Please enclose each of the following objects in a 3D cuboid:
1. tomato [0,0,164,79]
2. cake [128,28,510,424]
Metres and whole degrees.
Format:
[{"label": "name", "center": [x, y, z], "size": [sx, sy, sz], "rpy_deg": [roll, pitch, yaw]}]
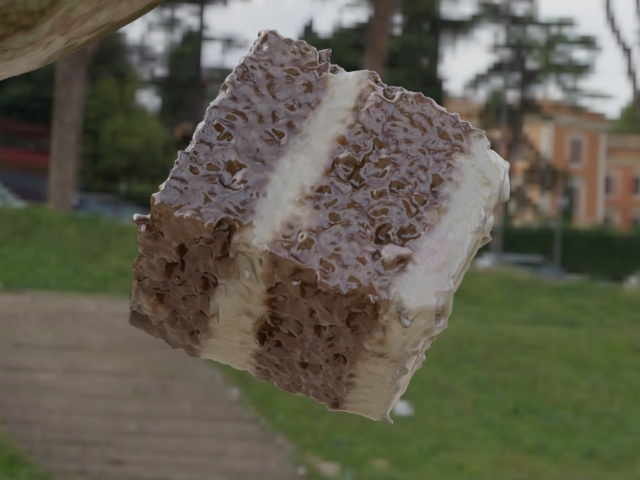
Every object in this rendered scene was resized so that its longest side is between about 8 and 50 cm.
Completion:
[{"label": "tomato", "center": [-0.127, -0.165, 0.525], "size": [0.304, 0.239, 0.303], "rpy_deg": [-3, 28, 2]}, {"label": "cake", "center": [0.000, 0.000, 0.913], "size": [0.147, 0.134, 0.135], "rpy_deg": [29, -28, 5]}]
